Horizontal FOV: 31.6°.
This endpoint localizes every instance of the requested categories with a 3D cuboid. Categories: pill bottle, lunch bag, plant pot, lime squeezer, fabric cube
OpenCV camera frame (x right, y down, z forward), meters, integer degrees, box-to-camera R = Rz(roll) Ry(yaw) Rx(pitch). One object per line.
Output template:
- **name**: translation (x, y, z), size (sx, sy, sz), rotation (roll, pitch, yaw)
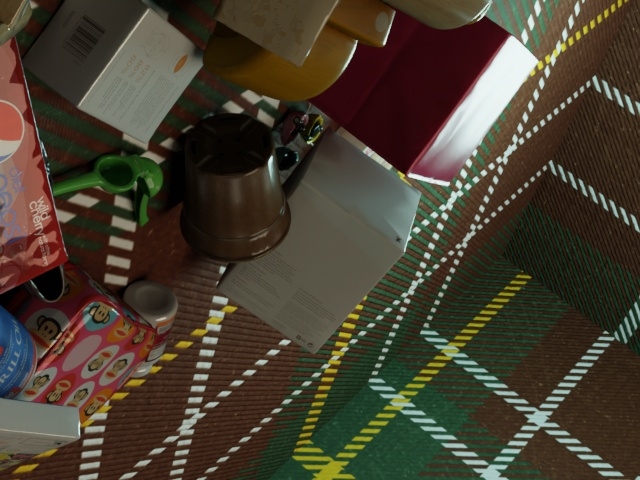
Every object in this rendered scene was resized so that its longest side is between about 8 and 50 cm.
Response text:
- **pill bottle**: translation (-0.417, 0.113, 1.293), size (0.124, 0.124, 0.221), rotation (-49, 163, -11)
- **pill bottle**: translation (-0.279, 0.141, 1.764), size (0.086, 0.086, 0.152), rotation (-34, 155, -46)
- **lunch bag**: translation (-0.366, 0.173, 1.547), size (0.258, 0.120, 0.293), rotation (-50, 163, -7)
- **plant pot**: translation (-0.126, -0.082, 1.618), size (0.167, 0.167, 0.165), rotation (-43, 153, -28)
- **lime squeezer**: translation (-0.270, -0.073, 1.457), size (0.110, 0.058, 0.310), rotation (-23, 170, 16)
- **fabric cube**: translation (0.150, -0.267, 1.781), size (0.258, 0.259, 0.254), rotation (-54, 164, 13)

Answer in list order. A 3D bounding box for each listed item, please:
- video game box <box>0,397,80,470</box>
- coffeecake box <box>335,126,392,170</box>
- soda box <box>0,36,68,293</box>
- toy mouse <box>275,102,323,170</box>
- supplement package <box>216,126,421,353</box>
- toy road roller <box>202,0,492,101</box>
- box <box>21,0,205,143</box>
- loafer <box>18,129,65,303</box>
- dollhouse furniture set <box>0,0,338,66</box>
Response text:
- **video game box**: translation (-0.426, 0.232, 1.355), size (0.187, 0.048, 0.205), rotation (-28, 150, 35)
- **coffeecake box**: translation (0.078, -0.163, 2.111), size (0.142, 0.068, 0.185), rotation (-47, 161, -14)
- **soda box**: translation (-0.322, -0.080, 1.080), size (0.092, 0.083, 0.263), rotation (-29, 135, -30)
- **toy mouse**: translation (-0.051, -0.164, 1.841), size (0.143, 0.031, 0.161), rotation (-43, 160, -28)
- **supplement package**: translation (0.000, 0.000, 1.847), size (0.262, 0.199, 0.198), rotation (-50, -171, 32)
- **toy road roller**: translation (0.009, -0.266, 1.255), size (0.202, 0.330, 0.240), rotation (12, 98, -54)
- **box**: translation (-0.221, -0.198, 1.239), size (0.130, 0.091, 0.170), rotation (-54, 163, 2)
- **loafer**: translation (-0.328, -0.041, 1.237), size (0.109, 0.095, 0.302), rotation (-35, 153, -25)
- **dollhouse furniture set**: translation (-0.145, -0.316, 0.819), size (0.362, 0.394, 0.256), rotation (-58, -169, 17)
